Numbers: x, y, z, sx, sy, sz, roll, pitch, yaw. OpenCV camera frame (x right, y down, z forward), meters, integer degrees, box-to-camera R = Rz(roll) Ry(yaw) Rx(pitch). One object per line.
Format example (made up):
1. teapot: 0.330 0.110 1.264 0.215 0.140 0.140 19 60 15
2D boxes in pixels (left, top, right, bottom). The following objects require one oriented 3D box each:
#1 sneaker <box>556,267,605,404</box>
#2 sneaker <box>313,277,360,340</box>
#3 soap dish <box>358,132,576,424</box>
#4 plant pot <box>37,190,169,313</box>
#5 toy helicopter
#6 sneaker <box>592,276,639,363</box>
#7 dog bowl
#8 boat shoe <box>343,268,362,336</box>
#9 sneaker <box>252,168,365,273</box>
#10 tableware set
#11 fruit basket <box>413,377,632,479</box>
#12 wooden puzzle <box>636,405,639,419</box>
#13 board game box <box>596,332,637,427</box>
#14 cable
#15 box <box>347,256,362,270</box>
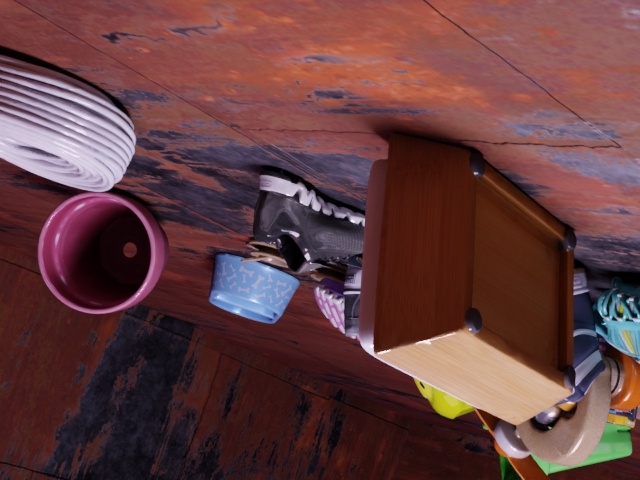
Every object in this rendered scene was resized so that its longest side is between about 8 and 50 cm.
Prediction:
1. sneaker: 0.208 0.136 1.521 0.282 0.153 0.099 -14 176 -20
2. sneaker: 0.099 0.107 2.037 0.236 0.104 0.095 22 153 30
3. soap dish: 0.161 0.044 1.335 0.118 0.228 0.291 -10 155 34
4. plant pot: -0.339 0.017 2.153 0.201 0.201 0.180 16 -175 12
5. toy helicopter: 0.284 0.193 1.811 0.140 0.235 0.355 12 -161 -26
6. sneaker: 0.376 0.093 1.524 0.110 0.107 0.275 27 170 6
7. dog bowl: -0.134 0.096 2.460 0.166 0.074 0.297 19 169 -4
8. boat shoe: 0.182 0.096 1.686 0.306 0.104 0.113 3 174 -9
9. sneaker: 0.000 0.000 1.657 0.234 0.106 0.078 27 168 -37
10. tableware set: -0.029 0.047 2.127 0.194 0.039 0.128 21 169 -11
11. fruit basket: 0.286 0.246 2.080 0.392 0.282 0.392 1 168 0
12. wooden puzzle: 0.636 0.309 2.334 0.239 0.044 0.221 8 166 26
13. board game box: 0.372 0.178 1.821 0.048 0.141 0.170 14 174 -37
14. cable: -0.348 -0.144 1.566 0.257 0.089 0.257 21 169 -11
15. box: 0.128 0.056 1.868 0.175 0.051 0.220 17 170 5
